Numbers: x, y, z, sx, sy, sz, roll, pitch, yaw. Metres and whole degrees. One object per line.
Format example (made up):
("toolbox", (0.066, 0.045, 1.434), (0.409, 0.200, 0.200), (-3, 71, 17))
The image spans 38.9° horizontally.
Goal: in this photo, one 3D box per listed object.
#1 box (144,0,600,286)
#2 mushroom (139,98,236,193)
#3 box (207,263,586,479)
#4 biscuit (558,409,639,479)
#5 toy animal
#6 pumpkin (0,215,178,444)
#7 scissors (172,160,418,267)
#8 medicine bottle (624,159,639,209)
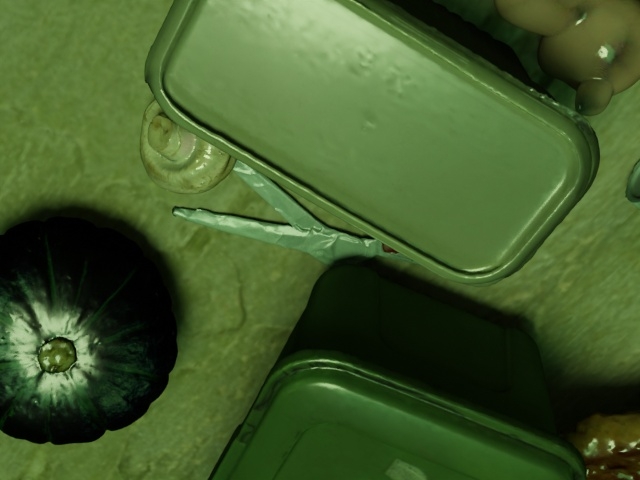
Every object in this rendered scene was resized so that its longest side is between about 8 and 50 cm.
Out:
("box", (0.040, -0.109, 0.603), (0.274, 0.178, 0.138), (30, 119, -12))
("mushroom", (-0.104, -0.077, 0.696), (0.083, 0.067, 0.084), (-2, 86, 32))
("box", (0.043, 0.190, 0.769), (0.252, 0.178, 0.329), (24, 128, -6))
("biscuit", (0.305, 0.265, 0.826), (0.289, 0.081, 0.334), (2, 131, 15))
("toy animal", (0.172, -0.153, 0.620), (0.150, 0.089, 0.083), (38, 120, -6))
("pumpkin", (-0.214, 0.075, 0.754), (0.194, 0.150, 0.194), (-3, 122, -5))
("scissors", (0.000, 0.000, 0.767), (0.247, 0.017, 0.144), (27, 119, -8))
("medicine bottle", (0.339, 0.006, 0.703), (0.218, 0.074, 0.074), (34, 118, -12))
